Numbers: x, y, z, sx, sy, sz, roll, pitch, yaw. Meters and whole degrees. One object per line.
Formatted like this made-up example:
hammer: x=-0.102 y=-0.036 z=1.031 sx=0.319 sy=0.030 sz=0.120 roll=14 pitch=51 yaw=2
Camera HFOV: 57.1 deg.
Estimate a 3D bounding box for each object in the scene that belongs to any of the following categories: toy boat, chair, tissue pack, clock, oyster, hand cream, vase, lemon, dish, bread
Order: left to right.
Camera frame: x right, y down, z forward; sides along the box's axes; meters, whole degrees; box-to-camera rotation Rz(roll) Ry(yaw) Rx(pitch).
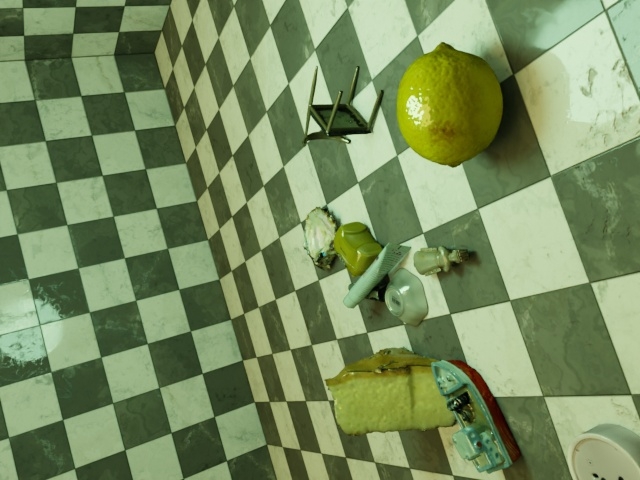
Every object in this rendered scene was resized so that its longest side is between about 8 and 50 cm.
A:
oyster: x=0.008 y=-0.003 z=2.226 sx=0.198 sy=0.092 sz=0.260 roll=31 pitch=119 yaw=53
chair: x=0.059 y=-0.390 z=1.861 sx=0.166 sy=0.188 sz=0.272 roll=56 pitch=142 yaw=35
tissue pack: x=0.124 y=0.034 z=1.982 sx=0.178 sy=0.123 sz=0.127 roll=55 pitch=145 yaw=35
vase: x=0.160 y=0.172 z=2.043 sx=0.211 sy=0.059 sz=0.060 roll=5 pitch=106 yaw=60
hand cream: x=0.173 y=0.118 z=1.908 sx=0.331 sy=0.085 sz=0.058 roll=-52 pitch=33 yaw=43
bread: x=0.231 y=0.481 z=1.812 sx=0.279 sy=0.315 sz=0.249 roll=0 pitch=104 yaw=51
dish: x=0.256 y=0.187 z=1.870 sx=0.190 sy=0.066 sz=0.191 roll=35 pitch=132 yaw=51
lemon: x=0.301 y=-0.314 z=1.384 sx=0.267 sy=0.267 sz=0.268 roll=34 pitch=131 yaw=52
toy boat: x=0.410 y=0.487 z=1.651 sx=0.332 sy=0.133 sz=0.145 roll=65 pitch=151 yaw=21
clock: x=0.649 y=0.510 z=1.294 sx=0.197 sy=0.068 sz=0.197 roll=35 pitch=132 yaw=51

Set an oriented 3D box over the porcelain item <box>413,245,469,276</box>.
porcelain item: x=0.345 y=0.050 z=1.660 sx=0.213 sy=0.054 sz=0.084 roll=-19 pitch=88 yaw=63
